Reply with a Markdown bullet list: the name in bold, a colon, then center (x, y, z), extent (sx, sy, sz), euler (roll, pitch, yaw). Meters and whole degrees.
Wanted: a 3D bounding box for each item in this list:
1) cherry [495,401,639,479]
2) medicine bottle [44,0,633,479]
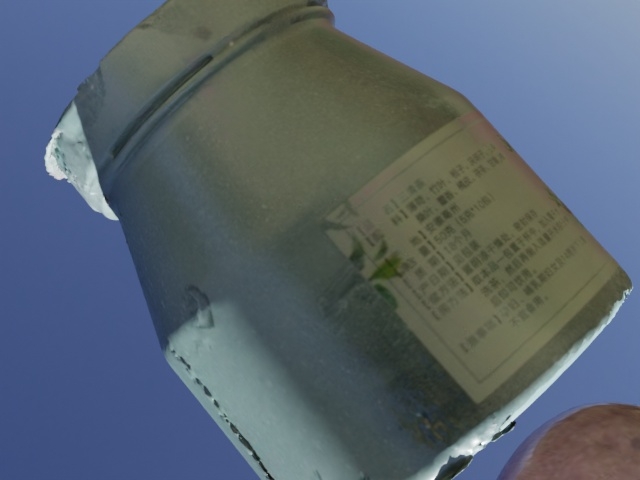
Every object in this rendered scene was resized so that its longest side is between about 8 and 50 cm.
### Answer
- **cherry**: center (0.224, 0.249, 0.909), extent (0.206, 0.239, 0.239), euler (3, -168, 21)
- **medicine bottle**: center (0.000, 0.000, 0.717), extent (0.290, 0.245, 0.245), euler (48, -157, 6)
